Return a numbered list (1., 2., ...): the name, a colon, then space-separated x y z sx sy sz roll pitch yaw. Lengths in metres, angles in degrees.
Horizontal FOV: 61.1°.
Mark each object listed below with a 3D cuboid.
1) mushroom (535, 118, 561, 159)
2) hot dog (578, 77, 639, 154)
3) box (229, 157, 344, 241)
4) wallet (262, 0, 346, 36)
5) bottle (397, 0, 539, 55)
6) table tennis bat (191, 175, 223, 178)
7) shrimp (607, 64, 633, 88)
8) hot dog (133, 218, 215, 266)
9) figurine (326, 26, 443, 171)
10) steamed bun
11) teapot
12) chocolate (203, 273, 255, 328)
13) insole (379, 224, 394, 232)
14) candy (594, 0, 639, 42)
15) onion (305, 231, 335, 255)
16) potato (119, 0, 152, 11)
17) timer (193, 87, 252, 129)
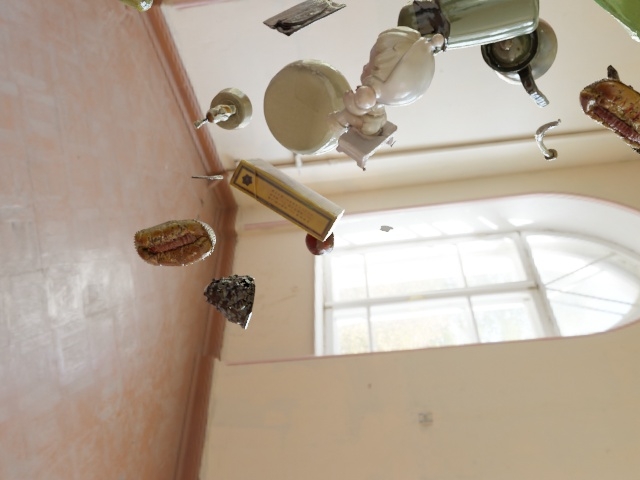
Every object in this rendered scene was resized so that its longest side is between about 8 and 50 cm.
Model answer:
1. mushroom: 0.678 -0.306 1.617 0.306 0.068 0.043 30 57 -64
2. hot dog: 0.763 -0.308 1.349 0.253 0.069 0.131 43 -21 7
3. box: -0.086 -0.121 1.519 0.084 0.301 0.193 -59 178 12
4. wallet: -0.065 -0.815 1.956 0.041 0.247 0.323 67 -7 -33
5. bottle: 0.364 -0.569 1.377 0.168 0.347 0.168 -12 90 -76
6. table tennis bat: -0.429 -0.244 2.087 0.156 0.087 0.013 -12 105 -61
7. shrimp: 0.867 -0.432 1.548 0.195 0.035 0.148 53 46 -15
8. hot dog: -0.437 0.010 1.628 0.075 0.268 0.144 -49 126 -68
9. figurine: 0.115 -0.263 0.956 0.144 0.182 0.256 55 -38 21
10. steamed bun: -0.022 -0.401 1.625 0.177 0.283 0.283 -33 121 -54
11. teapot: 0.632 -0.591 1.766 0.285 0.223 0.305 -17 111 -57
12. chocolate: -0.261 0.158 1.515 0.156 0.133 0.156 -168 -90 -75
13. insole: 0.213 -0.038 1.755 0.135 0.045 0.002 -34 139 -73
14. candy: 0.752 -0.664 1.396 0.343 0.132 0.142 52 8 10
15. onion: 0.000 0.000 2.205 0.131 0.131 0.131 -6 90 -84
16. potato: -0.460 -0.598 1.219 0.188 0.105 0.085 39 36 -23
17. timer: -0.393 -0.509 2.169 0.266 0.175 0.175 -62 147 -66
